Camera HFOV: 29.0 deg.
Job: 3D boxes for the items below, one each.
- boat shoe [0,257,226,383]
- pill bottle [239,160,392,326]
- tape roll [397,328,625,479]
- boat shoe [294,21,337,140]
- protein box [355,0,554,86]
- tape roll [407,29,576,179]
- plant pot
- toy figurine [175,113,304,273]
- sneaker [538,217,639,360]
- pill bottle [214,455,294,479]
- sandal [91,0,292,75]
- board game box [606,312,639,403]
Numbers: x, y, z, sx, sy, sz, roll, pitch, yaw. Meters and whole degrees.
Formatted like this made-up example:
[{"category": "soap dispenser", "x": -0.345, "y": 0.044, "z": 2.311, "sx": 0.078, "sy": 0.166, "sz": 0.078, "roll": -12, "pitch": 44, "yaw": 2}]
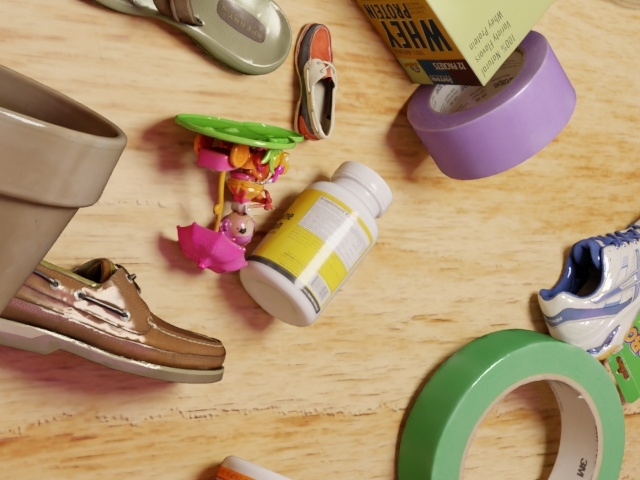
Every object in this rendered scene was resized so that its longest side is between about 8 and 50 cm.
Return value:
[{"category": "boat shoe", "x": -0.215, "y": 0.070, "z": 1.227, "sx": 0.307, "sy": 0.110, "sz": 0.105, "roll": 18, "pitch": 84, "yaw": -38}, {"category": "pill bottle", "x": 0.000, "y": 0.000, "z": 1.393, "sx": 0.184, "sy": 0.103, "sz": 0.103, "roll": -51, "pitch": 121, "yaw": -23}, {"category": "tape roll", "x": 0.252, "y": 0.278, "z": 1.601, "sx": 0.321, "sy": 0.077, "sz": 0.321, "roll": -7, "pitch": 103, "yaw": -30}, {"category": "boat shoe", "x": -0.001, "y": -0.181, "z": 1.413, "sx": 0.049, "sy": 0.043, "sz": 0.137, "roll": 5, "pitch": 90, "yaw": -36}, {"category": "protein box", "x": 0.155, "y": -0.322, "z": 1.455, "sx": 0.200, "sy": 0.136, "sz": 0.201, "roll": -50, "pitch": 121, "yaw": -18}, {"category": "tape roll", "x": 0.204, "y": -0.163, "z": 1.482, "sx": 0.189, "sy": 0.189, "sz": 0.080, "roll": -50, "pitch": 121, "yaw": -23}, {"category": "plant pot", "x": -0.359, "y": -0.022, "z": 1.017, "sx": 0.323, "sy": 0.323, "sz": 0.280, "roll": 17, "pitch": 100, "yaw": -37}, {"category": "toy figurine", "x": -0.095, "y": -0.044, "z": 1.332, "sx": 0.173, "sy": 0.130, "sz": 0.159, "roll": -9, "pitch": 115, "yaw": -61}, {"category": "sneaker", "x": 0.416, "y": 0.032, "z": 1.712, "sx": 0.296, "sy": 0.112, "sz": 0.131, "roll": -47, "pitch": 119, "yaw": -26}, {"category": "pill bottle", "x": -0.091, "y": 0.357, "z": 1.343, "sx": 0.121, "sy": 0.121, "sz": 0.221, "roll": 32, "pitch": 75, "yaw": -35}, {"category": "sandal", "x": -0.134, "y": -0.269, "z": 1.275, "sx": 0.302, "sy": 0.086, "sz": 0.120, "roll": 23, "pitch": 80, "yaw": -37}, {"category": "board game box", "x": 0.516, "y": 0.117, "z": 1.818, "sx": 0.259, "sy": 0.039, "sz": 0.124, "roll": -37, "pitch": 114, "yaw": -18}]
